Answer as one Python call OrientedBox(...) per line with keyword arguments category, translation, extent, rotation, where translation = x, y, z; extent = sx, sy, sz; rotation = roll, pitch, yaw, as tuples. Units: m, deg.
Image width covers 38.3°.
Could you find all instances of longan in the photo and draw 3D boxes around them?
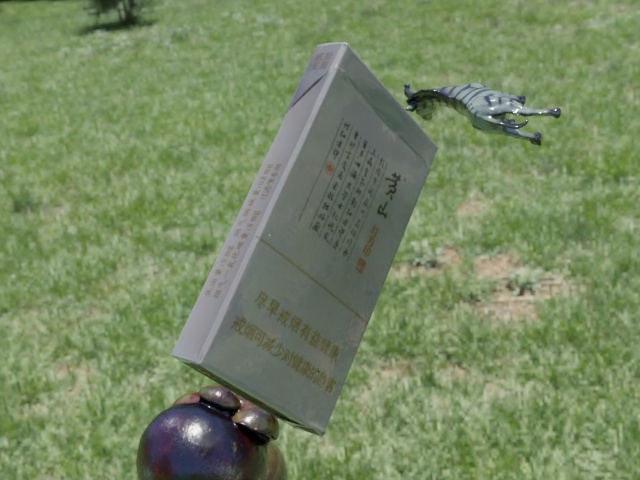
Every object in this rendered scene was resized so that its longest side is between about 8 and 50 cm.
OrientedBox(category="longan", translation=(-0.137, 0.468, 1.794), extent=(0.159, 0.185, 0.204), rotation=(-33, 52, 1))

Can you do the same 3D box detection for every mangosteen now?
OrientedBox(category="mangosteen", translation=(-0.170, 0.316, 1.357), extent=(0.209, 0.210, 0.210), rotation=(-7, 17, 2))

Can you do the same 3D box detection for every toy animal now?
OrientedBox(category="toy animal", translation=(0.231, -0.193, 1.355), extent=(0.175, 0.074, 0.217), rotation=(4, 15, -16))

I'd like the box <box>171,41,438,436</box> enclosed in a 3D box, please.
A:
OrientedBox(category="box", translation=(-0.001, -0.001, 0.971), extent=(0.051, 0.204, 0.365), rotation=(6, 65, 44))
